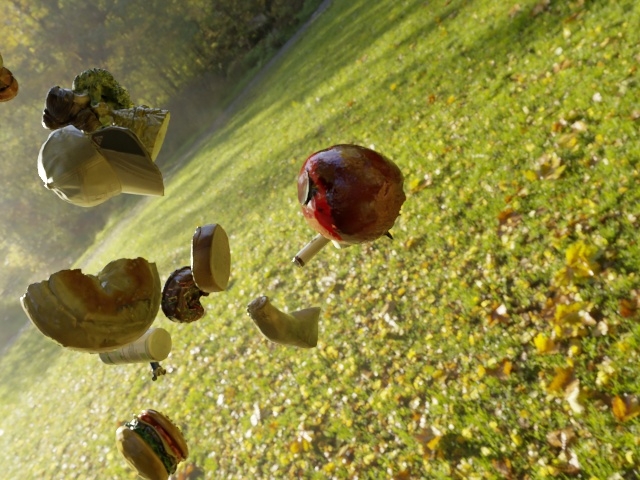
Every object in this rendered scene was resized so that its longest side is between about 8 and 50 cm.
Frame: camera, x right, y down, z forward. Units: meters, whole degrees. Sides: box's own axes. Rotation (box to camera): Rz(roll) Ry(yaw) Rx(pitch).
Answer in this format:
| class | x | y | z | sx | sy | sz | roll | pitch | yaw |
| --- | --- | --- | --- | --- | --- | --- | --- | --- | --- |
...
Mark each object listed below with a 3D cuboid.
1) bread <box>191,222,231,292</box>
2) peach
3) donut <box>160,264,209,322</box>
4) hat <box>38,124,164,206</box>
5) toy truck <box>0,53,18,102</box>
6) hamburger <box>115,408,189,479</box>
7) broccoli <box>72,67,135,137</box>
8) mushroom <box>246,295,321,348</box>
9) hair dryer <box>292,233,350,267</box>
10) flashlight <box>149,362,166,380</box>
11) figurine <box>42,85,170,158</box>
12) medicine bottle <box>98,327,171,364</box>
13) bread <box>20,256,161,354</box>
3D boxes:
| class | x | y | z | sx | sy | sz | roll | pitch | yaw |
| --- | --- | --- | --- | --- | --- | --- | --- | --- | --- |
| bread | -0.360 | 0.059 | 1.713 | 0.070 | 0.236 | 0.236 | -1 | 36 | 8 |
| peach | 0.082 | -0.161 | 1.747 | 0.406 | 0.310 | 0.335 | 45 | 123 | 57 |
| donut | -0.510 | 0.210 | 1.993 | 0.096 | 0.216 | 0.230 | 15 | 62 | 32 |
| hat | -0.489 | -0.148 | 1.165 | 0.232 | 0.275 | 0.161 | 138 | 144 | -68 |
| toy truck | -0.872 | -0.368 | 1.211 | 0.204 | 0.212 | 0.288 | 113 | 165 | -65 |
| hamburger | -0.364 | 0.443 | 1.117 | 0.162 | 0.162 | 0.115 | -16 | 20 | 49 |
| broccoli | -0.671 | -0.385 | 1.560 | 0.176 | 0.198 | 0.226 | -15 | 59 | 61 |
| mushroom | -0.142 | 0.318 | 1.985 | 0.126 | 0.397 | 0.177 | 4 | 80 | 34 |
| hair dryer | 0.000 | 0.000 | 2.257 | 0.362 | 0.203 | 0.128 | -43 | 30 | -23 |
| flashlight | -0.544 | 0.404 | 1.695 | 0.035 | 0.121 | 0.057 | 11 | 33 | 44 |
| figurine | -0.604 | -0.347 | 1.454 | 0.187 | 0.315 | 0.168 | -103 | 35 | -64 |
| medicine bottle | -0.481 | 0.276 | 1.340 | 0.183 | 0.086 | 0.086 | -11 | 38 | 28 |
| bread | -0.470 | 0.151 | 1.134 | 0.171 | 0.192 | 0.314 | -40 | -5 | 27 |
